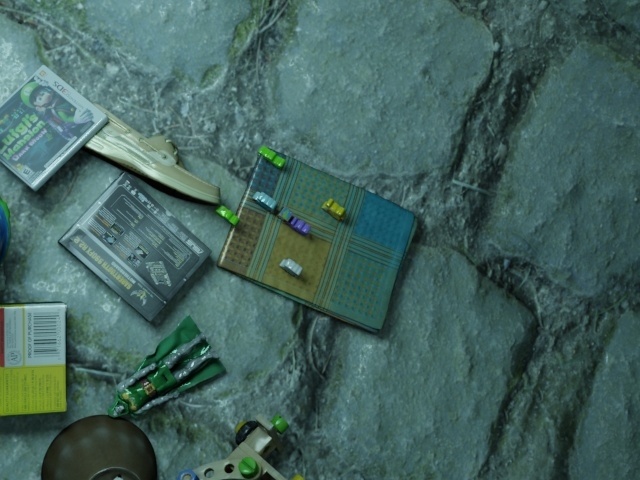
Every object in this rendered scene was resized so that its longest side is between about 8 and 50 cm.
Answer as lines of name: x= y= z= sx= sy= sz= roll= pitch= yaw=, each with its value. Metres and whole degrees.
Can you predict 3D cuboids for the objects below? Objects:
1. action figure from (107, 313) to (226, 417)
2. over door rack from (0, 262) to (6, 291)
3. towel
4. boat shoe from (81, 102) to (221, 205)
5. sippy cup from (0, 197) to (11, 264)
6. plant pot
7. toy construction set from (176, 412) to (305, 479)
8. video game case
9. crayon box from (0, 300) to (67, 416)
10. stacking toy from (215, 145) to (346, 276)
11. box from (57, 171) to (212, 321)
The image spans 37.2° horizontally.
action figure: x=-0.307 y=0.265 z=1.823 sx=0.232 sy=0.063 sz=0.137 roll=-36 pitch=103 yaw=-13
over door rack: x=-0.678 y=-0.062 z=1.662 sx=0.239 sy=0.108 sz=0.324 roll=-4 pitch=111 yaw=-19
towel: x=0.000 y=0.000 z=1.945 sx=0.370 sy=0.040 sz=0.271 roll=23 pitch=81 yaw=-15
boat shoe: x=-0.316 y=-0.160 z=1.805 sx=0.302 sy=0.109 sz=0.098 roll=27 pitch=81 yaw=-10
sippy cup: x=-0.617 y=0.015 z=1.527 sx=0.240 sy=0.224 sz=0.305 roll=-25 pitch=115 yaw=-10
plant pot: x=-0.382 y=0.436 z=1.702 sx=0.215 sy=0.230 sz=0.215 roll=0 pitch=89 yaw=-19
toy construction set: x=-0.092 y=0.482 z=1.826 sx=0.237 sy=0.257 sz=0.309 roll=-47 pitch=124 yaw=-26
video game case: x=-0.514 y=-0.208 z=1.740 sx=0.173 sy=0.022 sz=0.190 roll=38 pitch=76 yaw=15
crayon box: x=-0.620 y=0.213 z=1.704 sx=0.318 sy=0.081 sz=0.202 roll=0 pitch=88 yaw=-19
stacking toy: x=-0.078 y=-0.055 z=1.880 sx=0.221 sy=0.052 sz=0.167 roll=38 pitch=76 yaw=-10
box: x=-0.351 y=0.012 z=1.813 sx=0.231 sy=0.056 sz=0.183 roll=43 pitch=77 yaw=-13
